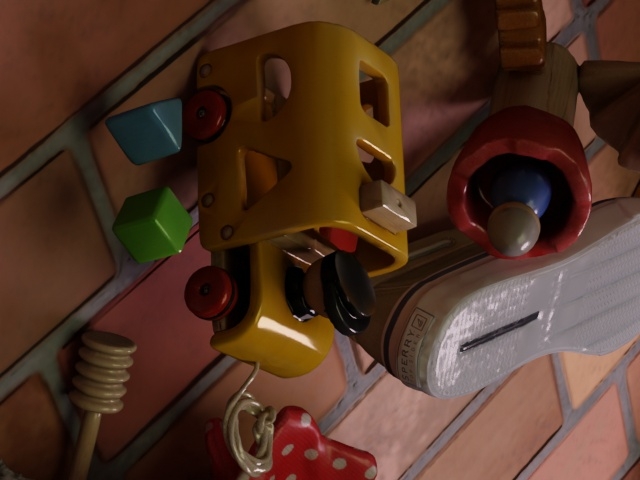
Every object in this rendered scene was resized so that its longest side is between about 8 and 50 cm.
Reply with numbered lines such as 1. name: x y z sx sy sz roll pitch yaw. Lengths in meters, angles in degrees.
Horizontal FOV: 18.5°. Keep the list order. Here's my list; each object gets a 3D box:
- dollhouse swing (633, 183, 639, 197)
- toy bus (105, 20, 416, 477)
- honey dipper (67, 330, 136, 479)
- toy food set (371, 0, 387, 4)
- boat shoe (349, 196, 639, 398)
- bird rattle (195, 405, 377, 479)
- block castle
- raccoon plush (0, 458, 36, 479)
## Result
1. dollhouse swing: 0.385 -0.075 1.325 0.315 0.347 0.305 -57 141 -17
2. toy bus: -0.003 -0.013 1.026 0.202 0.104 0.191 64 31 -19
3. honey dipper: -0.128 0.128 1.044 0.030 0.030 0.161 -2 109 -51
4. toy food set: 0.021 -0.188 1.100 0.078 0.019 0.122 -20 128 -45
5. boat shoe: 0.132 0.020 1.261 0.302 0.094 0.109 -12 124 -47
6. bird rattle: -0.063 0.205 1.037 0.253 0.143 0.207 -63 159 -3
7. block castle: 0.286 -0.133 1.084 0.213 0.453 0.303 -74 160 -54
8. raccoon plush: -0.234 0.024 0.811 0.446 0.216 0.299 16 76 -83
